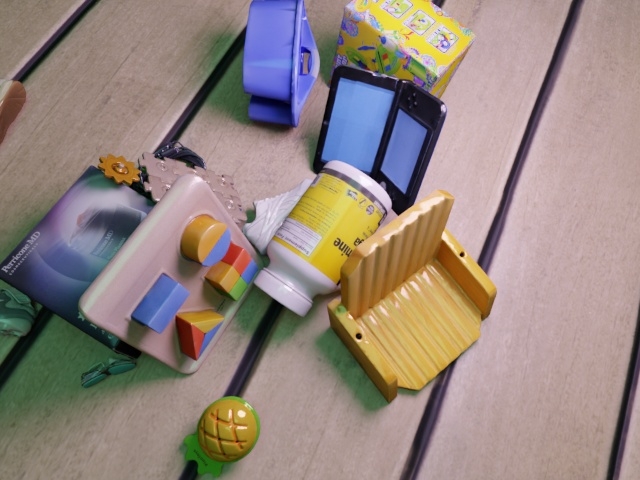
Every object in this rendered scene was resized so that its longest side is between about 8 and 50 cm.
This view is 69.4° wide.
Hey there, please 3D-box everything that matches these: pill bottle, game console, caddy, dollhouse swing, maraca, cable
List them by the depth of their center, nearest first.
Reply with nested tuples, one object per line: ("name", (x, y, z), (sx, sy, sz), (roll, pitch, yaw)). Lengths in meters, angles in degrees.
("maraca", (-0.204, 0.406, 0.956), (0.127, 0.099, 0.185), (45, 97, 11))
("dollhouse swing", (0.227, 0.123, 0.999), (0.347, 0.305, 0.315), (-34, 78, -18))
("pill bottle", (0.000, 0.000, 1.061), (0.188, 0.188, 0.333), (34, 84, 5))
("game console", (0.126, -0.232, 1.103), (0.174, 0.293, 0.250), (-4, 37, -24))
("cable", (-0.382, -0.159, 1.164), (0.150, 0.047, 0.184), (46, 69, 4))
("caddy", (-0.092, -0.462, 1.202), (0.179, 0.241, 0.341), (3, 71, -1))

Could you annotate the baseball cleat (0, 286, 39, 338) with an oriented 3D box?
("baseball cleat", (-0.710, 0.132, 0.974), (0.206, 0.072, 0.109), (36, 40, -31))

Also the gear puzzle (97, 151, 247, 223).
("gear puzzle", (-0.331, -0.116, 1.049), (0.339, 0.044, 0.175), (12, 42, -43))

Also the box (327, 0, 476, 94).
("box", (0.194, -0.464, 1.210), (0.279, 0.290, 0.177), (40, 71, 7))

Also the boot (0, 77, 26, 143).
("boot", (-0.881, -0.309, 1.121), (0.204, 0.095, 0.261), (18, 68, -1))

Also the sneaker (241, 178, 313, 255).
("sneaker", (-0.107, -0.081, 1.145), (0.115, 0.090, 0.232), (36, 69, 10))

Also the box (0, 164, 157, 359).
("box", (-0.452, 0.049, 1.004), (0.294, 0.182, 0.296), (30, 69, 5))

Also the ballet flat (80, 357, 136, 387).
("ballet flat", (-0.460, 0.276, 0.998), (0.114, 0.041, 0.041), (-22, 75, -15))

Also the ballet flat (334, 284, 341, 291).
("ballet flat", (0.089, 0.076, 1.131), (0.052, 0.057, 0.168), (44, 71, -3))

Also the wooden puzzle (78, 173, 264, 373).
("wooden puzzle", (-0.254, 0.091, 0.938), (0.081, 0.347, 0.322), (20, 66, 31))
